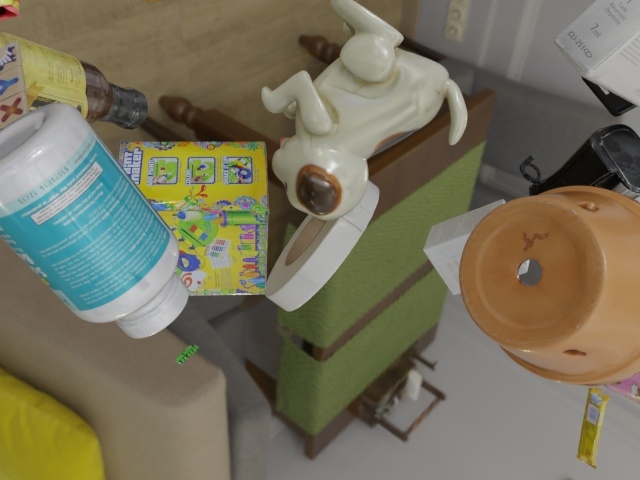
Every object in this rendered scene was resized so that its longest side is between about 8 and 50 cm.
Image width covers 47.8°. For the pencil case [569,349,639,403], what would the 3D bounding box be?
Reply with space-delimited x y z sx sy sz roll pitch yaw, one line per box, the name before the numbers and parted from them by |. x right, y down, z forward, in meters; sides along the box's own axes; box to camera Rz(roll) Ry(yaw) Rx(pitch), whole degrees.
pencil case | 0.592 0.230 1.264 0.160 0.386 0.167 33 83 -57

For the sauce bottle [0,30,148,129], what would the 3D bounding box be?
sauce bottle | -0.402 -0.233 1.094 0.344 0.111 0.111 5 113 -59

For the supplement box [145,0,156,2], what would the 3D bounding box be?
supplement box | -0.282 -0.609 1.457 0.129 0.191 0.194 -30 108 -44

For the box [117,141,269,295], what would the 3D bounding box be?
box | -0.246 -0.035 1.434 0.279 0.177 0.290 -1 144 -7

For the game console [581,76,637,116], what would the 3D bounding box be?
game console | 0.501 -0.242 1.167 0.107 0.122 0.071 -29 134 13

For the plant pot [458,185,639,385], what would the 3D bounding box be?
plant pot | 0.325 0.055 0.994 0.203 0.291 0.291 11 108 -49

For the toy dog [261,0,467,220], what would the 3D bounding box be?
toy dog | 0.064 -0.237 1.537 0.408 0.395 0.284 -56 -178 7

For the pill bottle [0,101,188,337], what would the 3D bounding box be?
pill bottle | -0.256 -0.009 0.803 0.146 0.146 0.264 -47 125 -22

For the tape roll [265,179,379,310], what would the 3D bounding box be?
tape roll | 0.000 0.000 1.803 0.392 0.072 0.392 -51 -169 14

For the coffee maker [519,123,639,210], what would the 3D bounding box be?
coffee maker | 0.426 -0.104 1.168 0.120 0.171 0.178 -46 173 -35

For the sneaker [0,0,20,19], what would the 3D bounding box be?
sneaker | -0.597 -0.466 1.366 0.208 0.094 0.081 -55 -178 -14

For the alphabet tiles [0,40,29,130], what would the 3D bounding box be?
alphabet tiles | -0.451 -0.175 0.888 0.198 0.237 0.009 -21 156 10

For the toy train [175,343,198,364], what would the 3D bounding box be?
toy train | -0.334 0.283 1.803 0.017 0.024 0.083 -63 171 29

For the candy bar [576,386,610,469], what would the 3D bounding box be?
candy bar | 0.459 0.318 1.220 0.018 0.040 0.161 -17 120 -31

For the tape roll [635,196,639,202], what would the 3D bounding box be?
tape roll | 0.609 -0.055 1.531 0.219 0.219 0.072 -40 171 -31

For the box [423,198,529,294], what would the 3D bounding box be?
box | 0.319 0.015 1.465 0.130 0.170 0.091 54 37 -19

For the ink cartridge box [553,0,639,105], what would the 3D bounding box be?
ink cartridge box | 0.437 -0.279 0.845 0.261 0.066 0.296 -41 160 29
